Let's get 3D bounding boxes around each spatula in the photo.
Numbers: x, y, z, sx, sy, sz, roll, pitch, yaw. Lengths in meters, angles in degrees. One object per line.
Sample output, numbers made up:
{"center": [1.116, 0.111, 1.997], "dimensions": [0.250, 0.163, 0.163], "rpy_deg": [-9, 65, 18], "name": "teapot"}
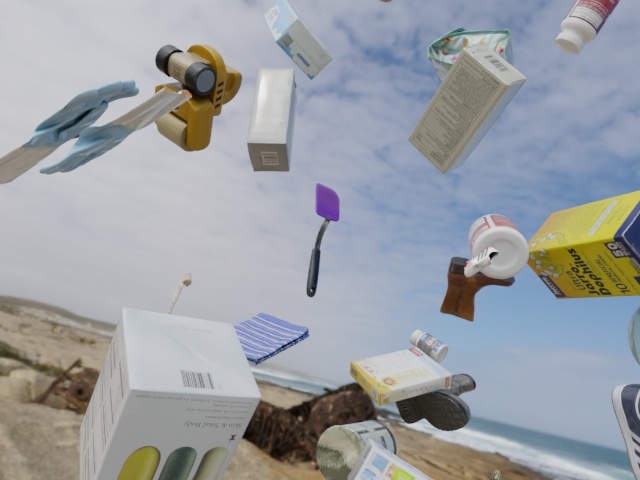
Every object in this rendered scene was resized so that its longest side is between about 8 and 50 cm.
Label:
{"center": [0.000, 0.000, 1.268], "dimensions": [0.084, 0.297, 0.030], "rpy_deg": [19, -14, -34], "name": "spatula"}

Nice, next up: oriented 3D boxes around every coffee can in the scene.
{"center": [0.138, 0.784, 1.841], "dimensions": [0.201, 0.202, 0.275], "rpy_deg": [3, -12, 33], "name": "coffee can"}

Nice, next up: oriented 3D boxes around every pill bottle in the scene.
{"center": [0.418, 0.004, 1.183], "dimensions": [0.121, 0.121, 0.216], "rpy_deg": [10, 16, 11], "name": "pill bottle"}
{"center": [0.628, -0.525, 1.170], "dimensions": [0.086, 0.152, 0.086], "rpy_deg": [32, 7, -5], "name": "pill bottle"}
{"center": [0.421, 0.408, 1.925], "dimensions": [0.137, 0.078, 0.078], "rpy_deg": [29, -1, 42], "name": "pill bottle"}

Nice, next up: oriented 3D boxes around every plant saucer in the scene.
{"center": [0.875, 0.263, 1.338], "dimensions": [0.195, 0.195, 0.037], "rpy_deg": [23, -19, -32], "name": "plant saucer"}

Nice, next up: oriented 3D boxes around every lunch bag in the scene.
{"center": [0.512, -0.610, 1.691], "dimensions": [0.262, 0.160, 0.223], "rpy_deg": [11, -1, 26], "name": "lunch bag"}

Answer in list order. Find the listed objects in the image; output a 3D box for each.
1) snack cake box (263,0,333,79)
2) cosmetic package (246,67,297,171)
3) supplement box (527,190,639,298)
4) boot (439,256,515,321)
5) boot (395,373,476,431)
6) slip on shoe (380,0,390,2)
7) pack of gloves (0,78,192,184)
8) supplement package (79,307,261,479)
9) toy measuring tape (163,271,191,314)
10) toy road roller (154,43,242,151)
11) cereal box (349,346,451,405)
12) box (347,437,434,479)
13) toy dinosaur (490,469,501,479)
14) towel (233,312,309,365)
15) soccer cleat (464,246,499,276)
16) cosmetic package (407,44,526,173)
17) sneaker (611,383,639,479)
{"center": [-0.070, -0.591, 1.432], "dimensions": [0.089, 0.264, 0.152], "rpy_deg": [-40, -53, 17], "name": "snack cake box"}
{"center": [-0.117, -0.304, 1.244], "dimensions": [0.107, 0.238, 0.127], "rpy_deg": [0, -27, 1], "name": "cosmetic package"}
{"center": [0.772, 0.022, 1.355], "dimensions": [0.194, 0.195, 0.356], "rpy_deg": [48, -19, -6], "name": "supplement box"}
{"center": [0.634, 0.225, 2.022], "dimensions": [0.264, 0.096, 0.281], "rpy_deg": [11, -59, 17], "name": "boot"}
{"center": [0.392, 0.468, 1.505], "dimensions": [0.222, 0.118, 0.338], "rpy_deg": [-19, -4, -25], "name": "boot"}
{"center": [0.181, -0.738, 1.228], "dimensions": [0.123, 0.331, 0.101], "rpy_deg": [5, -19, 31], "name": "slip on shoe"}
{"center": [-0.301, -0.147, 0.618], "dimensions": [0.232, 0.046, 0.195], "rpy_deg": [-28, 4, 13], "name": "pack of gloves"}
{"center": [-0.256, 0.285, 0.809], "dimensions": [0.199, 0.263, 0.198], "rpy_deg": [15, 19, -31], "name": "supplement package"}
{"center": [-0.377, 0.238, 1.339], "dimensions": [0.121, 0.330, 0.121], "rpy_deg": [25, 20, -10], "name": "toy measuring tape"}
{"center": [-0.399, -0.482, 1.654], "dimensions": [0.202, 0.330, 0.240], "rpy_deg": [35, 36, 24], "name": "toy road roller"}
{"center": [0.228, 0.384, 1.419], "dimensions": [0.240, 0.047, 0.173], "rpy_deg": [-5, 18, -24], "name": "cereal box"}
{"center": [0.180, 0.587, 1.181], "dimensions": [0.203, 0.114, 0.103], "rpy_deg": [31, -10, 6], "name": "box"}
{"center": [0.656, 0.961, 1.842], "dimensions": [0.118, 0.064, 0.268], "rpy_deg": [-26, -1, 40], "name": "toy dinosaur"}
{"center": [-0.219, 0.336, 1.758], "dimensions": [0.243, 0.040, 0.336], "rpy_deg": [15, 15, 28], "name": "towel"}
{"center": [0.325, 0.044, 0.998], "dimensions": [0.029, 0.083, 0.035], "rpy_deg": [56, -12, -23], "name": "soccer cleat"}
{"center": [0.391, -0.354, 1.357], "dimensions": [0.160, 0.113, 0.309], "rpy_deg": [50, -40, 18], "name": "cosmetic package"}
{"center": [0.756, 0.450, 1.074], "dimensions": [0.099, 0.282, 0.153], "rpy_deg": [-7, -20, -16], "name": "sneaker"}
